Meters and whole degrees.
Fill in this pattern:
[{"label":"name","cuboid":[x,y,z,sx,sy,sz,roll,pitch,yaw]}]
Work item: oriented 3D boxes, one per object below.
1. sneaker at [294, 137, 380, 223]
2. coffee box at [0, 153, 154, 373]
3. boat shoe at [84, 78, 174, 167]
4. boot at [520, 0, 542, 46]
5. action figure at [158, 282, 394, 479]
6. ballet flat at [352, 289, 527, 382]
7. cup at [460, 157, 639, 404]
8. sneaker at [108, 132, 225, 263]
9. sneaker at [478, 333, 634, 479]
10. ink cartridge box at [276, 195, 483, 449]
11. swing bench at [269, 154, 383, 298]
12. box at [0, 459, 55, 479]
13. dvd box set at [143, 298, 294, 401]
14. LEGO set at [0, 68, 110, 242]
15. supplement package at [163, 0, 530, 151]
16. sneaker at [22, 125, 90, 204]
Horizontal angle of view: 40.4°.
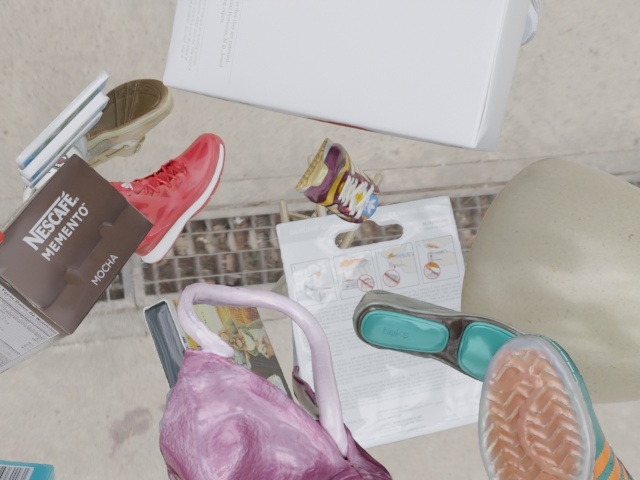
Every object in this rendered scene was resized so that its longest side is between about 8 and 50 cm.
[{"label":"sneaker","cuboid":[0.027,-0.058,0.934,0.084,0.185,0.069,33,96,2]},{"label":"coffee box","cuboid":[-0.339,0.044,0.994,0.119,0.297,0.168,44,50,-17]},{"label":"boat shoe","cuboid":[-0.381,-0.212,1.652,0.098,0.302,0.109,35,43,-46]},{"label":"boot","cuboid":[0.221,-0.392,1.199,0.258,0.095,0.123,57,33,-15]},{"label":"action figure","cuboid":[0.038,0.211,0.646,0.248,0.370,0.276,3,102,-32]},{"label":"ballet flat","cuboid":[0.139,0.096,0.907,0.213,0.068,0.072,16,111,2]},{"label":"cup","cuboid":[0.375,0.072,1.106,0.331,0.237,0.331,-12,108,-40]},{"label":"sneaker","cuboid":[-0.239,-0.081,1.288,0.128,0.087,0.221,32,85,-44]},{"label":"sneaker","cuboid":[0.233,0.222,0.825,0.121,0.108,0.302,-26,103,-55]},{"label":"ink cartridge box","cuboid":[0.099,0.141,1.455,0.308,0.091,0.385,-10,87,-11]},{"label":"swing bench","cuboid":[0.000,0.000,1.819,0.165,0.253,0.255,14,67,-14]},{"label":"box","cuboid":[-0.386,0.392,1.108,0.100,0.060,0.244,5,119,0]},{"label":"dvd box set","cuboid":[-0.187,0.269,1.784,0.062,0.420,0.308,-26,77,15]},{"label":"LEGO set","cuboid":[-0.217,0.001,0.578,0.060,0.182,0.244,44,77,-13]},{"label":"supplement package","cuboid":[0.033,-0.195,0.816,0.293,0.177,0.175,14,98,16]},{"label":"sneaker","cuboid":[-0.479,-0.051,1.543,0.122,0.330,0.146,8,60,-10]}]
